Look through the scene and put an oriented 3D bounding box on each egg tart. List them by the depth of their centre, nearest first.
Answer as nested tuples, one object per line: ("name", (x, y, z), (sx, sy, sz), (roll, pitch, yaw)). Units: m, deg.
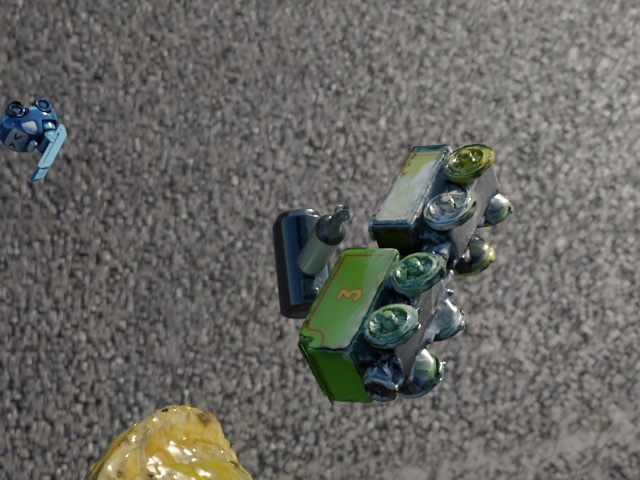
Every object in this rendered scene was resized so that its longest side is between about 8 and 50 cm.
("egg tart", (-0.087, 0.261, 0.854), (0.115, 0.290, 0.290), (-1, 48, 22))

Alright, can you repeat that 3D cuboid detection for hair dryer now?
("hair dryer", (0.000, 0.000, 1.098), (0.057, 0.198, 0.100), (-2, 72, -15))

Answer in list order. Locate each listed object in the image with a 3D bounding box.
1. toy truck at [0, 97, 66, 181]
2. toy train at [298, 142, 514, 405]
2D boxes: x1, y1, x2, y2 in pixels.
("toy truck", (-0.331, -0.115, 1.390), (0.073, 0.056, 0.090), (-15, 67, -41))
("toy train", (0.054, 0.014, 0.716), (0.081, 0.060, 0.202), (-1, 40, 30))
